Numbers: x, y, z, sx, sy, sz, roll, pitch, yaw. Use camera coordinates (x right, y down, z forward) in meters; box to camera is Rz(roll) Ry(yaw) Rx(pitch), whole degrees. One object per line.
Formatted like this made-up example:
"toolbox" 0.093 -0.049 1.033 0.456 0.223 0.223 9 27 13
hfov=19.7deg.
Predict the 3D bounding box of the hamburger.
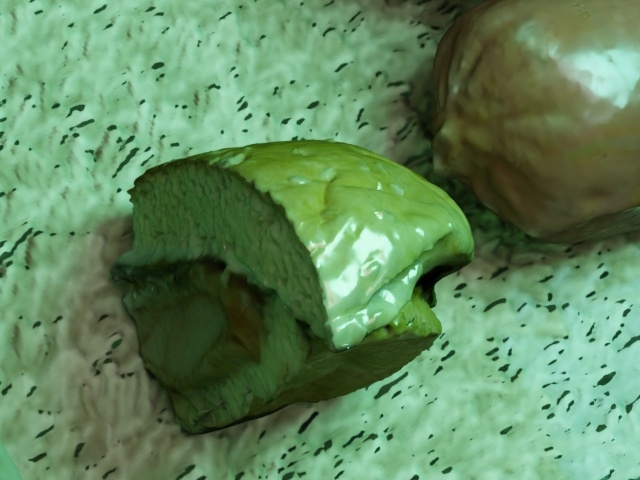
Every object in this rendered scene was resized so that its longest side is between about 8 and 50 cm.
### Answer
"hamburger" 0.000 0.000 0.851 0.155 0.207 0.135 -19 82 -20

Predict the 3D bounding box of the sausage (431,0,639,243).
"sausage" 0.171 -0.077 0.978 0.254 0.148 0.148 -10 75 -24

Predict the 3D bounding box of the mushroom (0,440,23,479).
"mushroom" -0.263 0.164 0.647 0.362 0.294 0.362 6 72 -19
